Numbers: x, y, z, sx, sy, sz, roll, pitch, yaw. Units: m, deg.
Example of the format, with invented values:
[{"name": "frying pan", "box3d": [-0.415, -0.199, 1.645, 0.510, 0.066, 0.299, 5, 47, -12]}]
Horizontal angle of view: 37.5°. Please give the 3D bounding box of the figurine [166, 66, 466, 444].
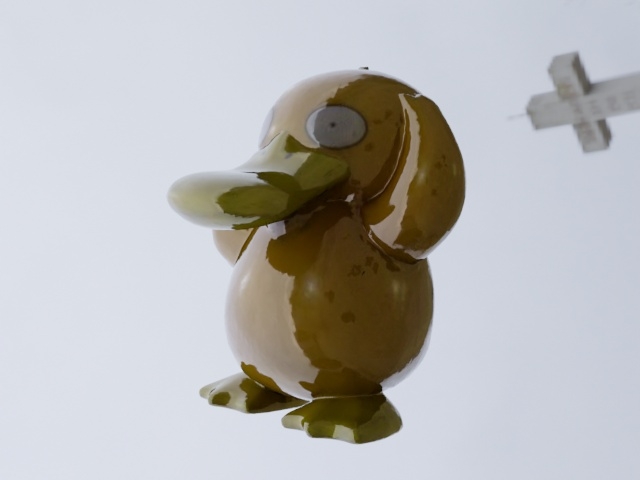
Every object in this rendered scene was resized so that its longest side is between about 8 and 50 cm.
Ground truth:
[{"name": "figurine", "box3d": [0.005, 0.007, 0.644, 0.215, 0.215, 0.228, -37, -61, -49]}]
